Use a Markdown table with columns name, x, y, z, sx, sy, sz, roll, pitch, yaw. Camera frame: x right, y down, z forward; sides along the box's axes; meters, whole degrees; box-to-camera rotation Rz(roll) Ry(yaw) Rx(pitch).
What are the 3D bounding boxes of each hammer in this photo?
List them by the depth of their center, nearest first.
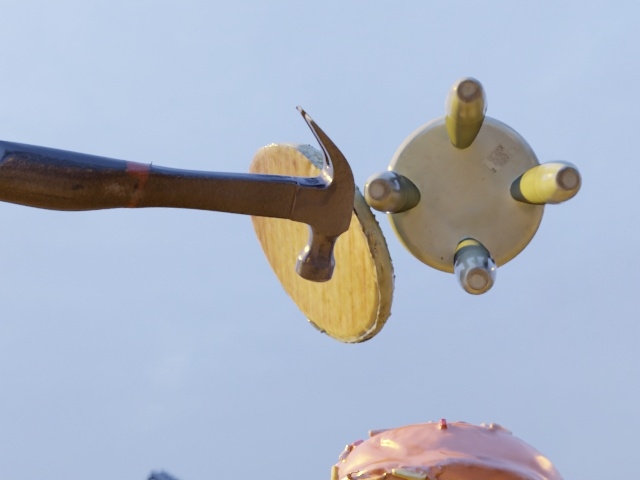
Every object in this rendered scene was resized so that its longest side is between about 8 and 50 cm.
| name | x | y | z | sx | sy | sz | roll | pitch | yaw |
| --- | --- | --- | --- | --- | --- | --- | --- | --- | --- |
| hammer | -0.109 | -0.045 | 0.847 | 0.289 | 0.137 | 0.037 | 6 | 21 | -22 |

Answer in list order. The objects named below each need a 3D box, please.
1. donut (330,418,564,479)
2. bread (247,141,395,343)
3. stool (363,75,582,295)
| name | x | y | z | sx | sy | sz | roll | pitch | yaw |
| --- | --- | --- | --- | --- | --- | --- | --- | --- | --- |
| donut | 0.094 | 0.234 | 0.971 | 0.199 | 0.085 | 0.233 | 23 | -47 | -15 |
| bread | 0.000 | 0.000 | 1.334 | 0.040 | 0.267 | 0.267 | -26 | -9 | -28 |
| stool | 0.171 | -0.056 | 1.261 | 0.195 | 0.195 | 0.198 | -48 | -2 | 1 |
